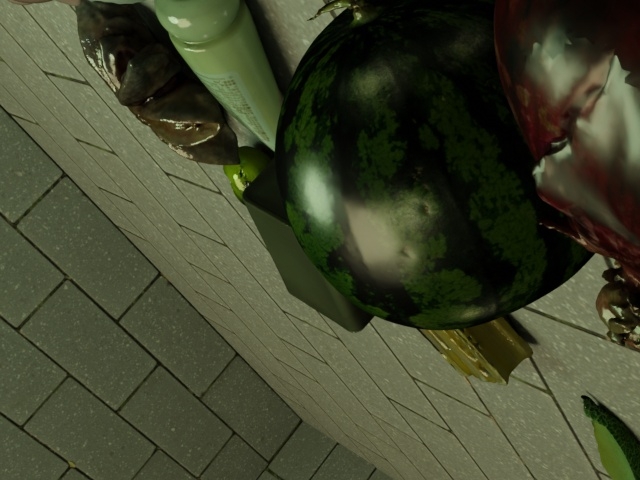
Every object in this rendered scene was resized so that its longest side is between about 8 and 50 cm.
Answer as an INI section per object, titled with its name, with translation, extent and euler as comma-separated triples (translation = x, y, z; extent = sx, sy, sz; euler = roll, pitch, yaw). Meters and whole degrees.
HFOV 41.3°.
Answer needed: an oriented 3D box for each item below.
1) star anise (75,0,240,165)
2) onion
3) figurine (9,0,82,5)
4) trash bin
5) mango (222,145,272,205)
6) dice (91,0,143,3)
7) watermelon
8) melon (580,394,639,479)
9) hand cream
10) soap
[star anise]
translation = -0.229, -0.218, 1.168
extent = 0.315, 0.108, 0.315
euler = 50, 176, 5
[onion]
translation = 0.208, -0.078, 0.424
extent = 0.281, 0.221, 0.281
euler = 18, 130, 22
[figurine]
translation = -0.311, -0.391, 0.921
extent = 0.176, 0.186, 0.287
euler = 4, 142, -10
[trash bin]
translation = 0.000, 0.000, 1.252
extent = 0.164, 0.122, 0.240
euler = 28, 158, 36
[mango]
translation = -0.102, -0.098, 1.295
extent = 0.165, 0.074, 0.091
euler = -19, -92, -88
[dice]
translation = -0.056, -0.289, 0.231
extent = 0.330, 0.348, 0.328
euler = 47, 164, -19
[watermelon]
translation = 0.095, -0.066, 0.626
extent = 0.269, 0.269, 0.269
euler = 36, 163, 13
[melon]
translation = 0.437, 0.307, 1.257
extent = 0.262, 0.053, 0.114
euler = 57, 175, -35
[hand cream]
translation = -0.101, -0.194, 1.011
extent = 0.147, 0.093, 0.306
euler = 41, 168, 31
[soap]
translation = 0.178, 0.097, 1.189
extent = 0.233, 0.076, 0.135
euler = 45, 163, -13
